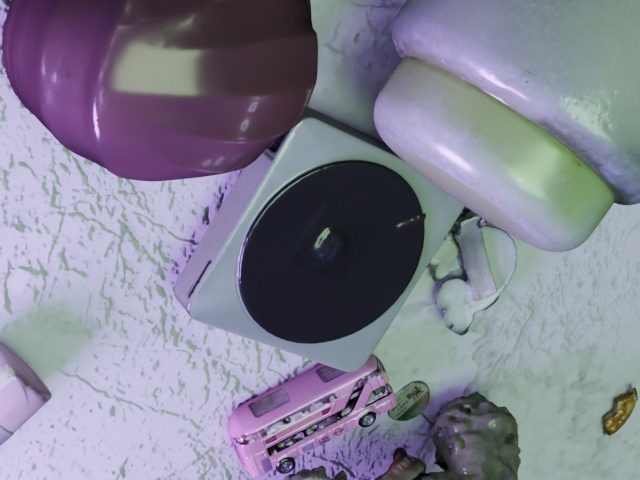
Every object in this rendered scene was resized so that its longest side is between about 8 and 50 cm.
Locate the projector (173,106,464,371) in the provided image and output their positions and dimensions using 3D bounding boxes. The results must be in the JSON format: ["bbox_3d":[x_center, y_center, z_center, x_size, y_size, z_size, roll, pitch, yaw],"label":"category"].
[{"bbox_3d":[0.000,0.000,1.764,0.259,0.079,0.257,23,106,-36],"label":"projector"}]

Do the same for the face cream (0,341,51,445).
[{"bbox_3d":[-0.415,0.218,1.678,0.269,0.073,0.107,-40,136,-3],"label":"face cream"}]

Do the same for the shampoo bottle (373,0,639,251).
[{"bbox_3d":[0.233,-0.174,1.634,0.322,0.322,0.317,33,89,-38],"label":"shampoo bottle"}]

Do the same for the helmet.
[{"bbox_3d":[-0.124,-0.174,1.526,0.338,0.197,0.271,3,114,-28],"label":"helmet"}]

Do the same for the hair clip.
[{"bbox_3d":[0.184,0.029,1.901,0.116,0.049,0.172,-25,129,-8],"label":"hair clip"}]

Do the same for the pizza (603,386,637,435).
[{"bbox_3d":[0.407,0.232,2.160,0.037,0.016,0.083,12,115,-34],"label":"pizza"}]

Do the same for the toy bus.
[{"bbox_3d":[-0.011,0.204,1.891,0.203,0.063,0.090,-26,126,-11],"label":"toy bus"}]

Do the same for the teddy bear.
[{"bbox_3d":[0.099,0.406,2.001,0.357,0.224,0.367,-22,147,-28],"label":"teddy bear"}]

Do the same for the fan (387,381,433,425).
[{"bbox_3d":[0.122,0.204,1.998,0.080,0.003,0.060,12,112,-33],"label":"fan"}]
